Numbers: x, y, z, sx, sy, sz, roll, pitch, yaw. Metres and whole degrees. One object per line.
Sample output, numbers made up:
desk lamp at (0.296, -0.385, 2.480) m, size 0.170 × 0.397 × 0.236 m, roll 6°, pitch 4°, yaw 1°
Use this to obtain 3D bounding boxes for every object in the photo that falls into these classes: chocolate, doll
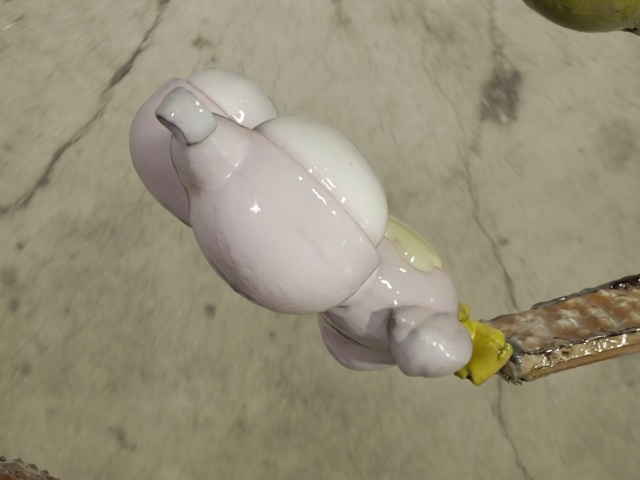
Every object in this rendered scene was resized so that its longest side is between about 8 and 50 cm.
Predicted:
chocolate at (0.290, 0.074, 1.815) m, size 0.329 × 0.102 × 0.065 m, roll -13°, pitch 113°, yaw -20°
doll at (-0.001, 0.001, 1.086) m, size 0.094 × 0.365 × 0.160 m, roll -45°, pitch 61°, yaw 0°

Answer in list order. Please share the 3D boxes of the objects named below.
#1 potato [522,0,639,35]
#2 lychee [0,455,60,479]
potato at (0.283, -0.260, 1.716) m, size 0.251 × 0.159 × 0.174 m, roll 5°, pitch 91°, yaw 0°
lychee at (-0.293, 0.294, 1.620) m, size 0.261 × 0.260 × 0.260 m, roll 0°, pitch 101°, yaw -1°
